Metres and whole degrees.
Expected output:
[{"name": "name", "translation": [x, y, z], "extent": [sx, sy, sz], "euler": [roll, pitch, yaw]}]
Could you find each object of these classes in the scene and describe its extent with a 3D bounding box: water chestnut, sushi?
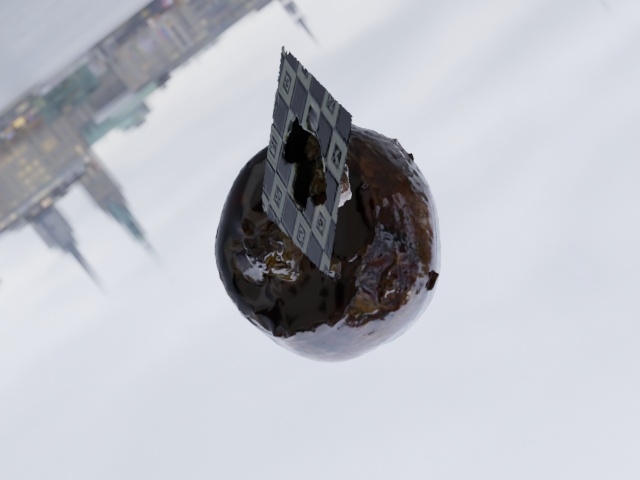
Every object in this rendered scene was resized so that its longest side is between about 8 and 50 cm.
[{"name": "water chestnut", "translation": [0.000, 0.000, 2.058], "extent": [0.350, 0.350, 0.302], "euler": [-30, 161, 33]}, {"name": "sushi", "translation": [0.000, -0.084, 1.571], "extent": [0.040, 0.193, 0.210], "euler": [-1, -156, -23]}]
